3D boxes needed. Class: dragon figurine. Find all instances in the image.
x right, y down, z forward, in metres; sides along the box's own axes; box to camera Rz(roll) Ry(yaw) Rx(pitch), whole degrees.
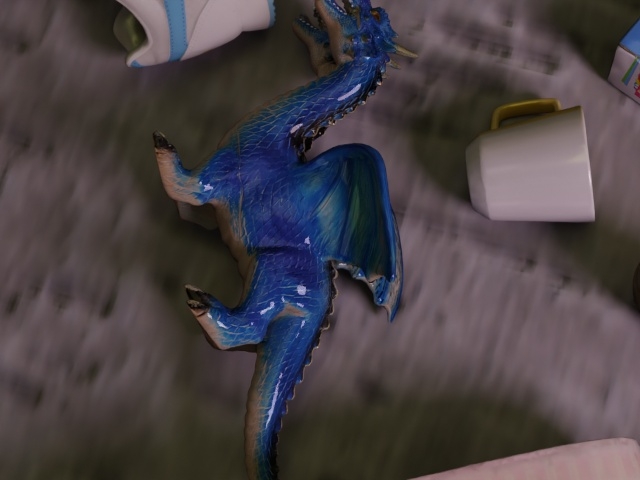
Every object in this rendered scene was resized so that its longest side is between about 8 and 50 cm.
[{"bbox_3d":[0.000,0.000,0.745,0.144,0.085,0.289,-13,72,-1],"label":"dragon figurine"}]

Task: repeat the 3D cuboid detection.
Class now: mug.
[{"bbox_3d":[0.112,-0.039,0.775,0.064,0.078,0.062,-7,104,10],"label":"mug"}]

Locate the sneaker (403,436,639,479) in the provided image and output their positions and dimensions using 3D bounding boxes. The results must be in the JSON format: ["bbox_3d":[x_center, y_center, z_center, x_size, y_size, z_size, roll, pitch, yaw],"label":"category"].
[{"bbox_3d":[0.025,0.185,0.671,0.302,0.108,0.121,-15,67,-3],"label":"sneaker"}]

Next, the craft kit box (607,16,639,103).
[{"bbox_3d":[0.330,-0.115,0.783,0.247,0.061,0.250,38,78,16],"label":"craft kit box"}]

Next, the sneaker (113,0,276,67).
[{"bbox_3d":[-0.096,-0.183,0.741,0.092,0.228,0.087,-25,44,-4],"label":"sneaker"}]

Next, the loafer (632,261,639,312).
[{"bbox_3d":[0.224,0.045,0.740,0.148,0.050,0.056,32,79,-4],"label":"loafer"}]
